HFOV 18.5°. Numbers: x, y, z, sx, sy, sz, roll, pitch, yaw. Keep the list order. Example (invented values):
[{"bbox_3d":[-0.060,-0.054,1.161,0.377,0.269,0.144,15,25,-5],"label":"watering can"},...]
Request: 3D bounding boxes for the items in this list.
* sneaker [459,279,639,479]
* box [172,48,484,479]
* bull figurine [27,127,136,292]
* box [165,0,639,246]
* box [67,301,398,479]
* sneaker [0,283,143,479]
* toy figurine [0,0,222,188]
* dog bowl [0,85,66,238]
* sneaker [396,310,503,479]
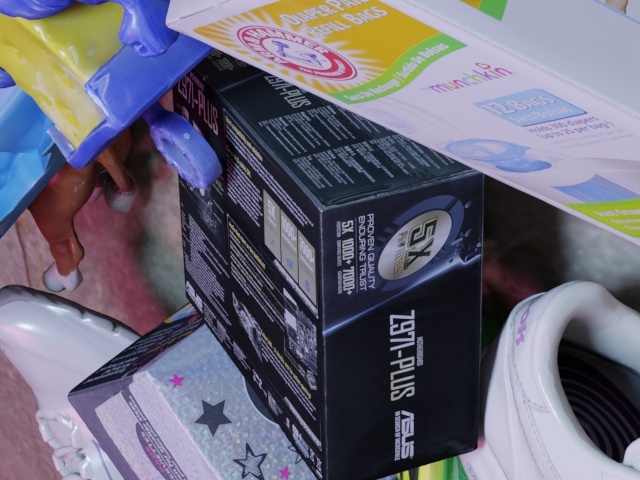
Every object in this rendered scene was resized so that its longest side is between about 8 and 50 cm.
[{"bbox_3d":[0.173,0.144,0.830,0.305,0.114,0.152,46,156,14],"label":"sneaker"},{"bbox_3d":[0.000,0.000,0.895,0.180,0.077,0.147,-132,33,-53],"label":"box"},{"bbox_3d":[-0.227,-0.108,1.230,0.310,0.101,0.188,44,159,24],"label":"bull figurine"},{"bbox_3d":[0.073,-0.080,0.598,0.203,0.103,0.114,23,167,-25],"label":"box"},{"bbox_3d":[-0.005,0.143,1.118,0.247,0.142,0.163,55,157,-6],"label":"box"},{"bbox_3d":[-0.124,0.148,1.299,0.297,0.129,0.111,49,165,-24],"label":"sneaker"},{"bbox_3d":[-0.147,-0.077,0.868,0.217,0.191,0.362,40,162,-8],"label":"toy figurine"},{"bbox_3d":[-0.210,-0.082,1.102,0.166,0.074,0.297,52,124,11],"label":"dog bowl"},{"bbox_3d":[0.112,0.168,1.004,0.109,0.123,0.295,-115,10,-79],"label":"sneaker"}]
